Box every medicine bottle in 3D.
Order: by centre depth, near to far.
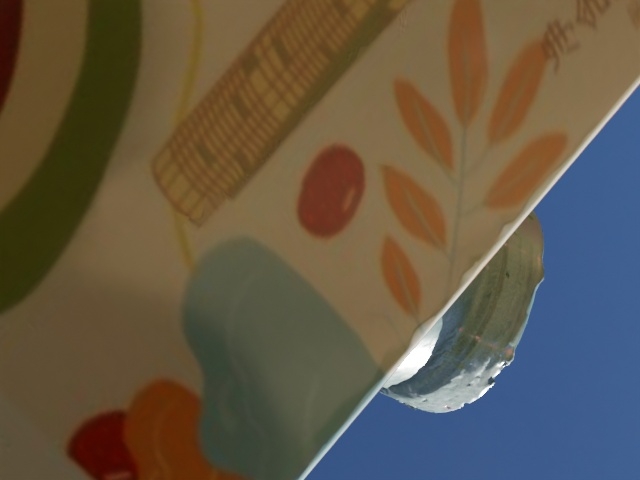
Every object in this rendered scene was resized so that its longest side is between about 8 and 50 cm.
[{"bbox_3d":[0.000,0.000,1.066,0.290,0.245,0.245,23,-131,-31],"label":"medicine bottle"}]

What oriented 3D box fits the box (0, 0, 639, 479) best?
[{"bbox_3d":[-0.095,-0.093,0.343,0.385,0.122,0.344,-48,-58,-15],"label":"box"}]
